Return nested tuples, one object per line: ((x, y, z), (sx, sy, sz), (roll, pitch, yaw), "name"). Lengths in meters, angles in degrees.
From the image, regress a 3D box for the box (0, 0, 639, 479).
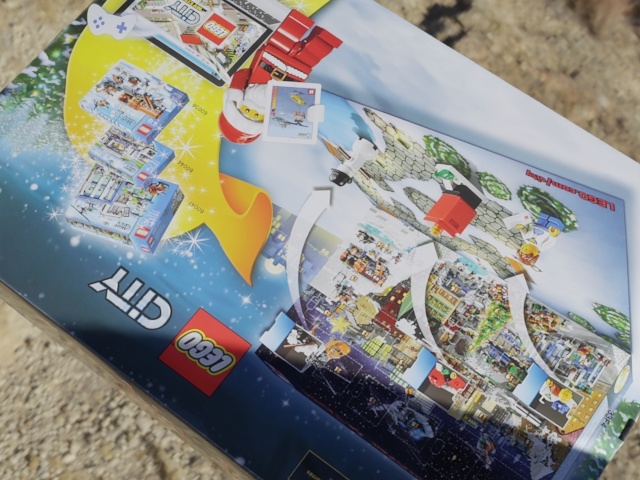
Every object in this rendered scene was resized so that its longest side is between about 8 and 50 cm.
((0.000, 0.000, 0.348), (0.233, 0.044, 0.159), (35, 71, 13), "box")
